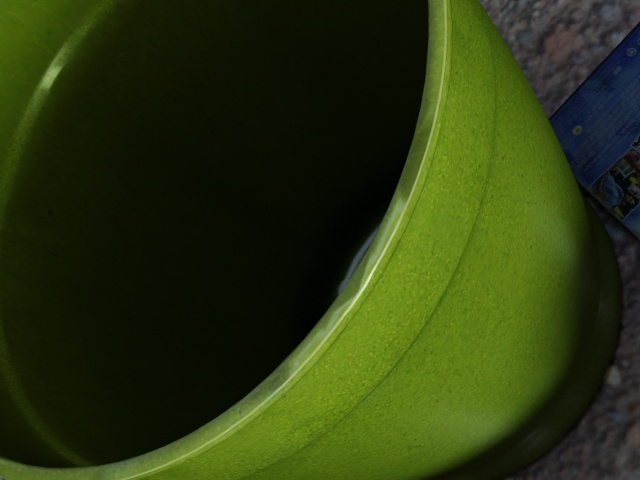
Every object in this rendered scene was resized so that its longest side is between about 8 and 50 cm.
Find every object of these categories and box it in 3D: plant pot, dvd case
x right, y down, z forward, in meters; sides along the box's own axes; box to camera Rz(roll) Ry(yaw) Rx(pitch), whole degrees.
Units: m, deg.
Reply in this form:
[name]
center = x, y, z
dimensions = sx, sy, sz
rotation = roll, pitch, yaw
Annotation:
[plant pot]
center = 0.000, 0.000, 0.832
dimensions = 0.366, 0.353, 0.366
rotation = -15, 62, 31
[dvd case]
center = 0.270, -0.058, 0.873
dimensions = 0.180, 0.022, 0.253
rotation = -47, 50, 9
